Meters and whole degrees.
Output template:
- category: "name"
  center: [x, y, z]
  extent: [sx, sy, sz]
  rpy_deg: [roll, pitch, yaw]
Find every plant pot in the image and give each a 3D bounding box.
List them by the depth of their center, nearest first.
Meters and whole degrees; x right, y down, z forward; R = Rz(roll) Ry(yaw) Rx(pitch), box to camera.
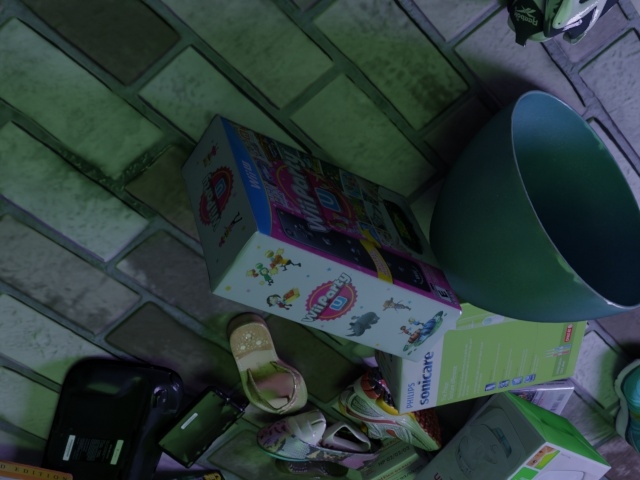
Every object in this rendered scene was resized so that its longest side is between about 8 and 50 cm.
- category: "plant pot"
  center: [0.253, -0.016, 1.205]
  extent: [0.290, 0.290, 0.195]
  rpy_deg: [27, 139, -35]

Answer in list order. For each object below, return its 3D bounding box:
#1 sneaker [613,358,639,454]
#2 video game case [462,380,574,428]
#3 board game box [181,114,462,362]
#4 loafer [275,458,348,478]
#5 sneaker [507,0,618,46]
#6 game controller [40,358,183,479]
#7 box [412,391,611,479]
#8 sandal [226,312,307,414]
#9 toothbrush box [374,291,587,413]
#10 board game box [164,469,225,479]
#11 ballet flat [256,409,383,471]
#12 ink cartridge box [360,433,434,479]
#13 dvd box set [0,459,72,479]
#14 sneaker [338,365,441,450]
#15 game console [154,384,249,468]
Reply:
- category: "sneaker"
  center: [0.586, 0.296, 1.674]
  extent: [0.107, 0.110, 0.275]
  rpy_deg: [-21, 132, -2]
- category: "video game case"
  center: [0.330, 0.316, 1.661]
  extent: [0.173, 0.022, 0.190]
  rpy_deg: [1, 129, -21]
- category: "board game box"
  center: [0.000, 0.000, 1.136]
  extent: [0.303, 0.224, 0.097]
  rpy_deg: [20, 121, -33]
- category: "loafer"
  center: [-0.014, 0.359, 1.555]
  extent: [0.148, 0.056, 0.050]
  rpy_deg: [20, 157, -40]
- category: "sneaker"
  center: [0.244, -0.295, 1.058]
  extent: [0.235, 0.094, 0.153]
  rpy_deg: [16, 114, -42]
- category: "game controller"
  center: [-0.312, 0.297, 1.399]
  extent: [0.166, 0.067, 0.319]
  rpy_deg: [15, 123, -13]
- category: "box"
  center: [0.314, 0.389, 1.584]
  extent: [0.231, 0.127, 0.262]
  rpy_deg: [-49, 138, 11]
- category: "sandal"
  center: [-0.073, 0.210, 1.386]
  extent: [0.088, 0.079, 0.240]
  rpy_deg: [-22, 133, 0]
- category: "toothbrush box"
  center: [0.232, 0.117, 1.387]
  extent: [0.283, 0.122, 0.206]
  rpy_deg: [-12, 132, -11]
- category: "board game box"
  center: [-0.276, 0.460, 1.526]
  extent: [0.260, 0.030, 0.136]
  rpy_deg: [-46, 152, 20]
- category: "ballet flat"
  center: [0.006, 0.309, 1.499]
  extent: [0.221, 0.077, 0.079]
  rpy_deg: [20, 118, -30]
- category: "ink cartridge box"
  center: [0.131, 0.385, 1.619]
  extent: [0.104, 0.061, 0.181]
  rpy_deg: [-33, 132, 8]
- category: "dvd box set"
  center: [-0.480, 0.444, 1.183]
  extent: [0.307, 0.420, 0.062]
  rpy_deg: [17, 123, -22]
- category: "sneaker"
  center: [0.115, 0.275, 1.518]
  extent: [0.092, 0.088, 0.225]
  rpy_deg: [-32, 129, 25]
- category: "game console"
  center: [-0.172, 0.267, 1.405]
  extent: [0.122, 0.071, 0.107]
  rpy_deg: [-45, 118, 2]
